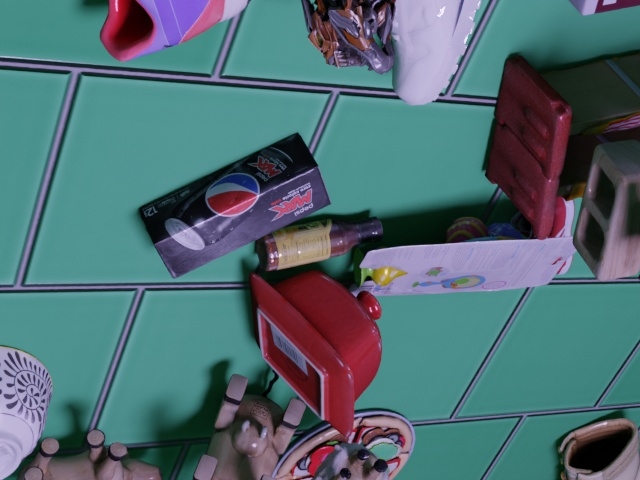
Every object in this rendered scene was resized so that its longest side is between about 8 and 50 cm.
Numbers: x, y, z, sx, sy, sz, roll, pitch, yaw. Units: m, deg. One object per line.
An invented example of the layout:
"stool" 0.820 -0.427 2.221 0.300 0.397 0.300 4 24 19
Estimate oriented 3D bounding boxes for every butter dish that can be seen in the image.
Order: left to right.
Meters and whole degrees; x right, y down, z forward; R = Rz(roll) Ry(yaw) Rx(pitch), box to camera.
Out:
"butter dish" 0.012 0.095 1.279 0.118 0.160 0.160 -36 152 -21

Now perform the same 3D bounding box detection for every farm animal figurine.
"farm animal figurine" -0.133 0.282 1.333 0.327 0.330 0.172 -49 171 -33

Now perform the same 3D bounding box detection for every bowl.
"bowl" -0.340 0.190 1.223 0.170 0.080 0.170 -16 139 -15

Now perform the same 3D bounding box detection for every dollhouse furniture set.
"dollhouse furniture set" 0.328 -0.034 1.153 0.201 0.374 0.152 -12 132 -17

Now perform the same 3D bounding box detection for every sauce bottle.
"sauce bottle" 0.000 0.000 1.252 0.128 0.042 0.042 -12 137 -22

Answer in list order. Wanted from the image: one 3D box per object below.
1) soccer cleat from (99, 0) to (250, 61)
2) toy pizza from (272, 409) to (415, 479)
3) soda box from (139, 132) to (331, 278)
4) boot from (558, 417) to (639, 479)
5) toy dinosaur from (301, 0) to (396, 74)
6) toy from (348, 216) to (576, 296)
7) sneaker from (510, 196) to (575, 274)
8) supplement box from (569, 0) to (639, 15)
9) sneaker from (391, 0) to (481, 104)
"soccer cleat" -0.123 -0.237 0.840 0.116 0.108 0.318 -36 157 -13
"toy pizza" 0.032 0.291 1.575 0.201 0.032 0.201 -16 138 -15
"soda box" -0.079 -0.032 1.163 0.169 0.053 0.060 -26 140 -4
"boot" 0.363 0.374 1.800 0.262 0.095 0.203 -30 140 -1
"toy dinosaur" 0.062 -0.279 0.898 0.164 0.218 0.322 -40 137 -37
"toy" 0.149 0.011 1.326 0.237 0.056 0.137 -7 158 -12
"sneaker" 0.248 -0.002 1.390 0.067 0.042 0.118 -21 131 -16
"supplement box" 0.335 -0.292 1.118 0.239 0.073 0.130 -12 138 -17
"sneaker" 0.086 -0.222 1.054 0.095 0.090 0.235 2 128 -15
